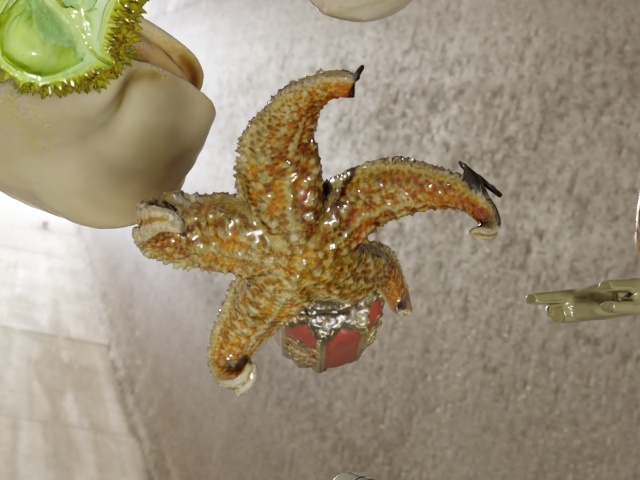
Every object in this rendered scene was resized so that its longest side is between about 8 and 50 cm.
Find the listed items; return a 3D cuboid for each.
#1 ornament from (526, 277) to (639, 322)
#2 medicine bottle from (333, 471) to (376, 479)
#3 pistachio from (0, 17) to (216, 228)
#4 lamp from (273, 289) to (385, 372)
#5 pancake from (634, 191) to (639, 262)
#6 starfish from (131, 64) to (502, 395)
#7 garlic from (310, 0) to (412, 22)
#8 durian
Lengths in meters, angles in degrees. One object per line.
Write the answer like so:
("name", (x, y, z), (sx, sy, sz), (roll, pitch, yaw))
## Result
("ornament", (0.452, 0.106, 1.885), (0.230, 0.244, 0.061), (-13, 79, 41))
("medicine bottle", (0.053, 0.253, 1.035), (0.091, 0.058, 0.058), (11, 89, 41))
("pistachio", (-0.330, -0.171, 1.536), (0.445, 0.365, 0.282), (59, -163, -71))
("lamp", (0.006, 0.098, 1.653), (0.274, 0.177, 0.177), (98, 179, -72))
("pancake", (0.334, 0.033, 0.942), (0.056, 0.212, 0.258), (9, 83, 62))
("starfish", (0.003, 0.003, 0.934), (0.303, 0.312, 0.113), (-24, 47, 14))
("garlic", (0.042, -0.288, 1.158), (0.198, 0.128, 0.090), (-41, 3, -16))
("durian", (-0.287, -0.276, 1.231), (0.176, 0.200, 0.237), (-146, 63, -67))
